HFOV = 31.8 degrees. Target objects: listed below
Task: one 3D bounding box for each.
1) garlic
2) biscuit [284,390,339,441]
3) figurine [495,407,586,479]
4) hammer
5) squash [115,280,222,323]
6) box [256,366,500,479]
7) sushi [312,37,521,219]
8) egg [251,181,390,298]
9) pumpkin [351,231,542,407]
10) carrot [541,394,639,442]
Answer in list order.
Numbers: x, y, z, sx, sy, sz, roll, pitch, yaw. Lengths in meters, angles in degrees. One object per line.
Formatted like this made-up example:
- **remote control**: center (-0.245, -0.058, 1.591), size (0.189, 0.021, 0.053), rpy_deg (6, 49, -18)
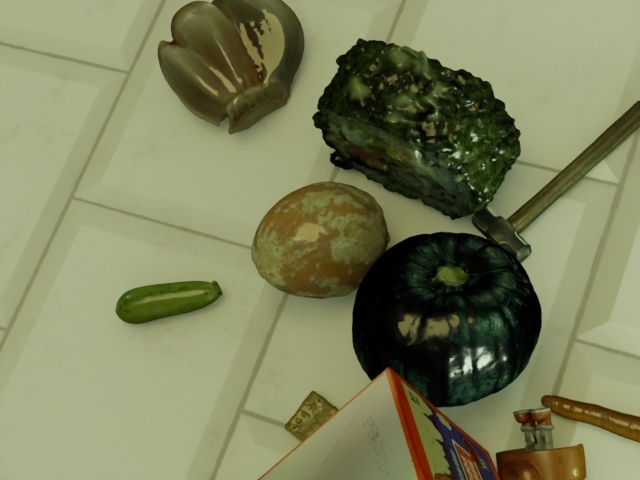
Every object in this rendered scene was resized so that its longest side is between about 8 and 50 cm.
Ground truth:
- **garlic**: center (-0.169, -0.369, 2.162), size (0.279, 0.132, 0.325), rpy_deg (-29, 68, -7)
- **biscuit**: center (-0.008, 0.306, 1.889), size (0.081, 0.018, 0.083), rpy_deg (33, 79, 25)
- **figurine**: center (0.345, 0.389, 1.704), size (0.143, 0.143, 0.271), rpy_deg (-19, 92, 8)
- **hammer**: center (0.428, -0.113, 1.935), size (0.365, 0.043, 0.111), rpy_deg (-41, 62, -6)
- **squash**: center (-0.274, 0.106, 2.022), size (0.201, 0.066, 0.066), rpy_deg (-12, 65, 10)
- **box**: center (0.093, 0.431, 1.568), size (0.318, 0.257, 0.348), rpy_deg (-42, 23, 12)
- **sushi**: center (0.155, -0.195, 1.898), size (0.352, 0.294, 0.178), rpy_deg (25, 75, 32)
- **egg**: center (0.000, 0.000, 1.908), size (0.245, 0.203, 0.203), rpy_deg (-17, 62, -18)
- **pumpkin**: center (0.195, 0.132, 1.777), size (0.315, 0.238, 0.315), rpy_deg (-3, 36, 2)
- **carrot**: center (0.464, 0.284, 1.754), size (0.248, 0.043, 0.043), rpy_deg (14, 72, 23)
